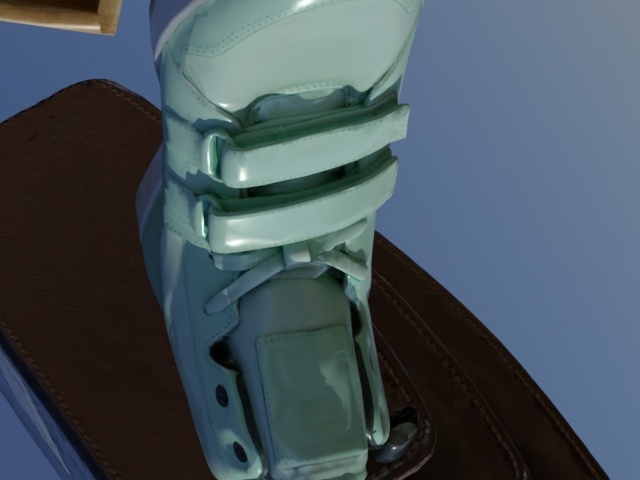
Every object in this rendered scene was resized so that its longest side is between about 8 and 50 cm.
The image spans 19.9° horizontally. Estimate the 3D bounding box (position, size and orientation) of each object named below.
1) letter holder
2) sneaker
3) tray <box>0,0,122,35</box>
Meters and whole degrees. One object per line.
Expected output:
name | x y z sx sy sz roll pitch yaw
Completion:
letter holder | -0.025 0.050 0.845 0.302 0.214 0.152 46 161 41
sneaker | 0.000 0.000 0.611 0.256 0.094 0.151 111 143 -63
tray | -0.295 -0.242 0.965 0.411 0.202 0.076 6 -160 -21
